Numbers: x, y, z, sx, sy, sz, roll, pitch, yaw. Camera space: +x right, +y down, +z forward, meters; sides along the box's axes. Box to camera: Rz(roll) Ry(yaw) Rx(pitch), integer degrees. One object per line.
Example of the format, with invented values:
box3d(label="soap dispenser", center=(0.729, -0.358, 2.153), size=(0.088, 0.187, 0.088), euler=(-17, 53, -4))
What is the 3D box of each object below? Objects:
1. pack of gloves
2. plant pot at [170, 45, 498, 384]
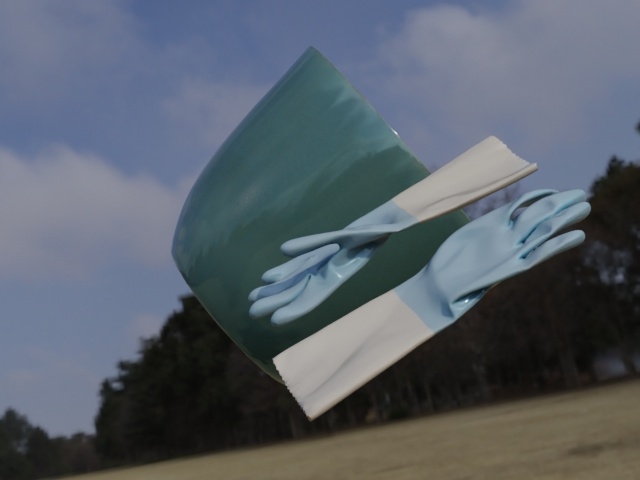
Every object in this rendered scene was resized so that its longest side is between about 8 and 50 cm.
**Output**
box3d(label="pack of gloves", center=(0.053, 0.000, 0.734), size=(0.232, 0.046, 0.195), euler=(-32, 24, -5))
box3d(label="plant pot", center=(0.000, 0.000, 1.062), size=(0.235, 0.293, 0.293), euler=(-42, -14, 3))
